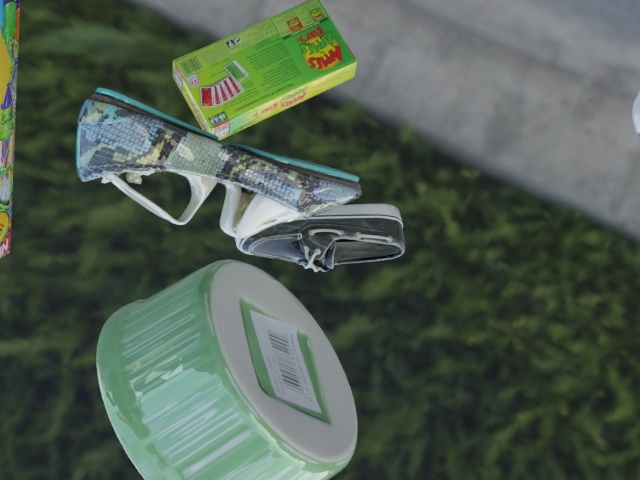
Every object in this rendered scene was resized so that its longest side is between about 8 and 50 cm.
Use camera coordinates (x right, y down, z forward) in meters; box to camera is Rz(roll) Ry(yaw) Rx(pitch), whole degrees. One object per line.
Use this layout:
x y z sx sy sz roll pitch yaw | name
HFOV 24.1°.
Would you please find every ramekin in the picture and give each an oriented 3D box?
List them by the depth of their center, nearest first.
-0.093 0.168 1.687 0.303 0.148 0.303 45 -155 -27 | ramekin

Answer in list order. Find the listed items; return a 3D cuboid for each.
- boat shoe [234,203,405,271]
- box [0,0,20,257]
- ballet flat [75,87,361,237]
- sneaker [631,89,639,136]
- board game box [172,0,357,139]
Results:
0.000 0.000 1.937 0.219 0.070 0.078 -6 146 -2 | boat shoe
-0.412 -0.081 1.287 0.177 0.279 0.290 16 -152 16 | box
-0.064 -0.036 0.914 0.188 0.070 0.070 17 174 -24 | ballet flat
0.456 -0.198 1.572 0.111 0.297 0.129 58 -169 6 | sneaker
-0.061 -0.188 1.652 0.092 0.181 0.043 60 167 15 | board game box
